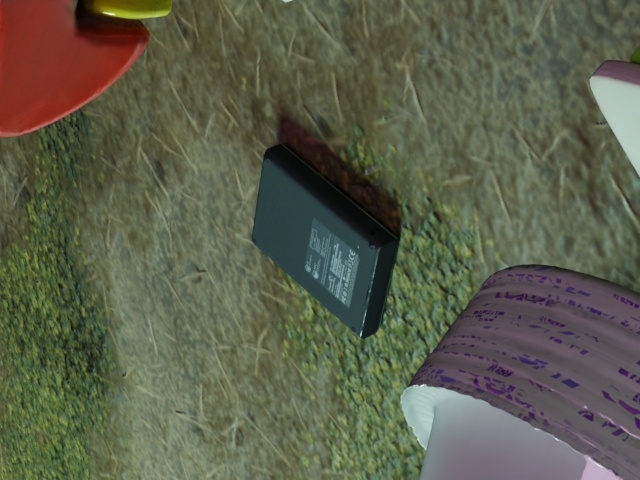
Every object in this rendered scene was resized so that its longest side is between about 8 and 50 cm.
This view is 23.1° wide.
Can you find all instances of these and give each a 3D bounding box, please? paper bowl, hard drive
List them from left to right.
[{"bbox_3d":[0.000,0.000,1.188,0.135,0.022,0.094,40,138,32],"label":"hard drive"},{"bbox_3d":[0.163,0.154,0.822,0.284,0.148,0.284,37,165,11],"label":"paper bowl"}]

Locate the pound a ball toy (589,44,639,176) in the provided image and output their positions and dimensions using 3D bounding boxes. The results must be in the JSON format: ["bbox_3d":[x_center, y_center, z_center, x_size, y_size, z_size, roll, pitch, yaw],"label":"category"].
[{"bbox_3d":[0.256,-0.059,0.657,0.136,0.208,0.319,23,158,47],"label":"pound a ball toy"}]

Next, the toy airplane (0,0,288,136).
[{"bbox_3d":[-0.094,-0.286,0.986,0.384,0.272,0.386,-34,45,44],"label":"toy airplane"}]
